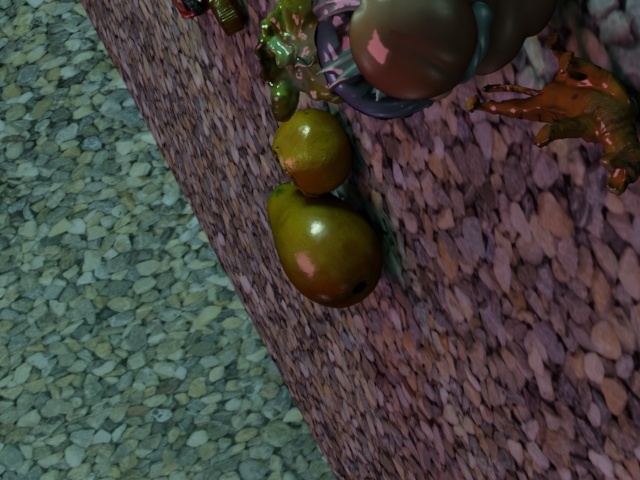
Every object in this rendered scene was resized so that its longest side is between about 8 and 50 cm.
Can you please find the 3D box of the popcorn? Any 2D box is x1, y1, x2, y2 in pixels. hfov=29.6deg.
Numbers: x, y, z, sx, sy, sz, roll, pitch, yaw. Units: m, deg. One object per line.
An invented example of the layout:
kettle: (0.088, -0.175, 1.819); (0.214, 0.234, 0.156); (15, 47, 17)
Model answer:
popcorn: (-0.013, -0.273, 1.791); (0.198, 0.212, 0.198); (46, -164, -17)

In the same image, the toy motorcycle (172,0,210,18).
toy motorcycle: (-0.286, -0.548, 2.410); (0.171, 0.089, 0.298); (33, -149, -63)

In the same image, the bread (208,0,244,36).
bread: (-0.177, -0.441, 2.347); (0.085, 0.053, 0.085); (60, 176, 6)

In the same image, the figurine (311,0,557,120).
figurine: (0.106, -0.267, 1.320); (0.388, 0.248, 0.277); (170, 99, -72)

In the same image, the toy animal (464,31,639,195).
toy animal: (0.252, -0.149, 1.289); (0.116, 0.114, 0.255); (25, -170, -26)

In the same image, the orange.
orange: (-0.017, -0.152, 2.098); (0.154, 0.134, 0.155); (163, 90, -74)

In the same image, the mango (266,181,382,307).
mango: (0.000, 0.000, 2.186); (0.211, 0.173, 0.317); (47, -177, -35)
